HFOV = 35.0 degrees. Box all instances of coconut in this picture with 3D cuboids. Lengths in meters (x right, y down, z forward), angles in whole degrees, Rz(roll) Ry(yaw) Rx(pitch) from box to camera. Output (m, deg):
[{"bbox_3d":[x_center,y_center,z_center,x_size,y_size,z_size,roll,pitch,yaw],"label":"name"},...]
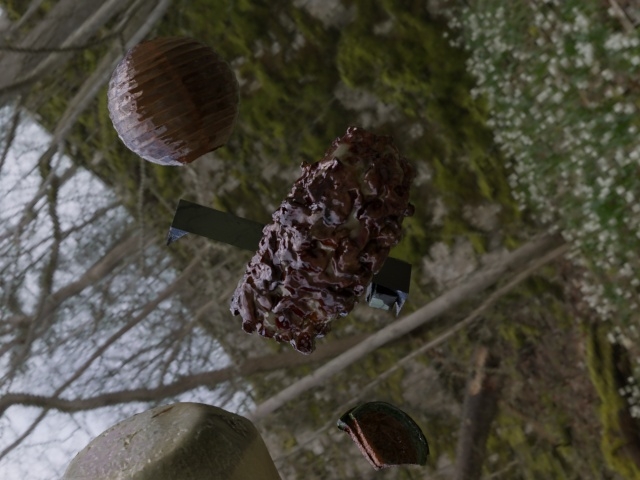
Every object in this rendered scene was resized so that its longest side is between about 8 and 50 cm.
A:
[{"bbox_3d":[-0.122,0.272,0.911,0.234,0.224,0.224,66,-148,-22],"label":"coconut"}]

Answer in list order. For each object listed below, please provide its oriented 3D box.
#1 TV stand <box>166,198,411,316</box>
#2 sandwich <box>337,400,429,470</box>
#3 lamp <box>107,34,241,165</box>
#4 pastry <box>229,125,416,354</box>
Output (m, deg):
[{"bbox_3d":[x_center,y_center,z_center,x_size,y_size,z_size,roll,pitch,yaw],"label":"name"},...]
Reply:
[{"bbox_3d":[-0.032,0.017,1.071,0.256,0.040,0.049,16,-138,-6],"label":"TV stand"},{"bbox_3d":[0.075,0.215,1.117,0.069,0.026,0.101,-37,-107,-24],"label":"sandwich"},{"bbox_3d":[-0.146,-0.141,1.016,0.136,0.136,0.136,28,-137,-30],"label":"lamp"},{"bbox_3d":[0.002,0.001,0.882,0.115,0.208,0.097,38,-152,3],"label":"pastry"}]
